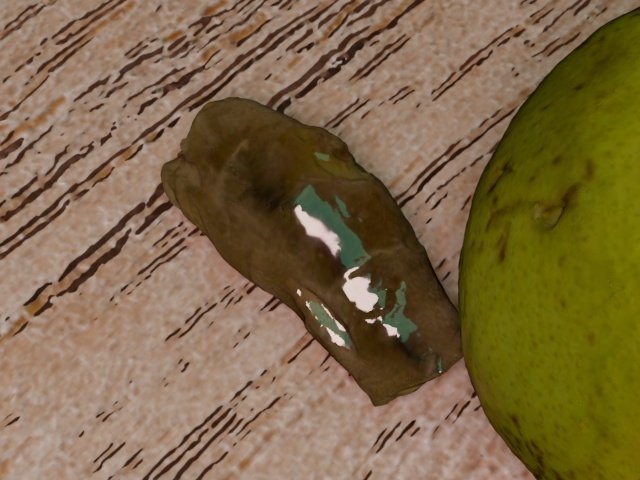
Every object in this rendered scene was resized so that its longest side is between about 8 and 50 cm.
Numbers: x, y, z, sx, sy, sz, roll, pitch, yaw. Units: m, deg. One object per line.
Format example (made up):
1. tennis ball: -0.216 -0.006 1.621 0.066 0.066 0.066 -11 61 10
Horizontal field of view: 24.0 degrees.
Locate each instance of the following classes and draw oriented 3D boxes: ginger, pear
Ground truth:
1. ginger: 0.000 0.000 1.060 0.116 0.109 0.263 -38 77 -19
2. pear: 0.263 0.041 0.948 0.391 0.391 0.391 3 65 -7
